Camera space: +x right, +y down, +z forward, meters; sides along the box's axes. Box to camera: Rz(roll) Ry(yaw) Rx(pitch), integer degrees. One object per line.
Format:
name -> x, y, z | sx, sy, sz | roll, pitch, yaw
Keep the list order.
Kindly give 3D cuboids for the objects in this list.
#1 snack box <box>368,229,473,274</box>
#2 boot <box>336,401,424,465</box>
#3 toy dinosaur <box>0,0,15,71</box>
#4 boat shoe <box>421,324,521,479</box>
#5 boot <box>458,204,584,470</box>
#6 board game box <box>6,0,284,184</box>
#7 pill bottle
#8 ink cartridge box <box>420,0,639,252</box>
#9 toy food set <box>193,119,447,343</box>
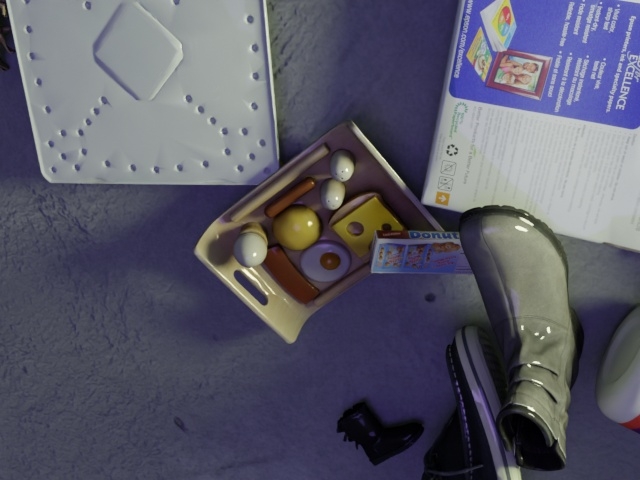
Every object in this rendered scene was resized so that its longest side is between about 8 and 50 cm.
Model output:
snack box -> 0.159, 0.017, 1.094 | 0.178, 0.022, 0.064 | 1, 131, -8
boot -> 0.094, 0.303, 1.279 | 0.121, 0.045, 0.099 | -38, 95, 26
toy dinosaur -> -0.494, -0.341, 1.172 | 0.092, 0.053, 0.183 | -4, 110, 18
boat shoe -> 0.226, 0.359, 1.190 | 0.156, 0.187, 0.500 | -5, 115, 11
boot -> 0.262, 0.133, 1.007 | 0.118, 0.223, 0.338 | -13, 129, 35
board game box -> -0.253, -0.274, 1.134 | 0.390, 0.050, 0.390 | 2, 112, 15
pill bottle -> 0.547, 0.218, 1.042 | 0.323, 0.181, 0.181 | 26, 116, 3
ink cartridge box -> 0.302, -0.158, 0.980 | 0.307, 0.072, 0.303 | 13, 112, 11
toy food set -> 0.000, 0.000, 1.125 | 0.306, 0.092, 0.220 | -35, 112, 23
